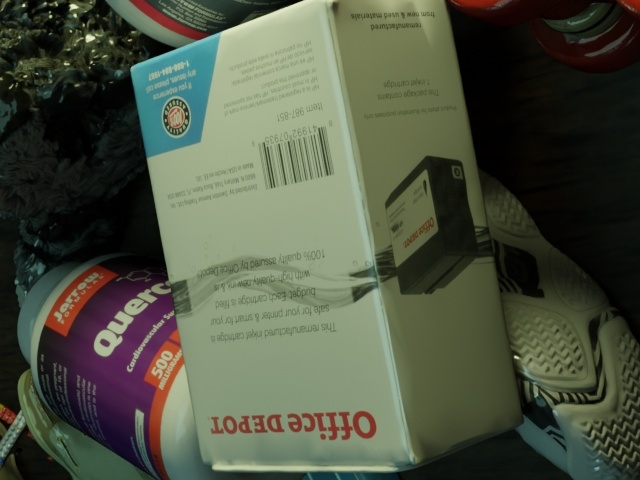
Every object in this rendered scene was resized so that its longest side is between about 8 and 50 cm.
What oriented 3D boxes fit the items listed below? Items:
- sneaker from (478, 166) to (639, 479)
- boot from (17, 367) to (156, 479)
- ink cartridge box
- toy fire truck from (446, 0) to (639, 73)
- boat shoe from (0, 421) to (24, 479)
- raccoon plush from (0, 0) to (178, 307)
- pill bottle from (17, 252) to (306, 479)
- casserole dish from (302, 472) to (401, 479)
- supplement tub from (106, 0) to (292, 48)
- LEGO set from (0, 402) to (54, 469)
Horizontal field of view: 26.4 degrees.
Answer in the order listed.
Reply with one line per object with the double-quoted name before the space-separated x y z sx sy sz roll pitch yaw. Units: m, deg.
"sneaker" 0.098 0.075 1.086 0.366 0.137 0.210 53 134 21
"boot" -0.227 0.204 1.472 0.165 0.077 0.213 -36 85 45
"ink cartridge box" 0.000 0.000 0.976 0.223 0.129 0.307 -10 91 47
"toy fire truck" 0.213 -0.242 0.860 0.302 0.169 0.254 11 89 39
"boat shoe" -0.405 0.291 1.670 0.065 0.075 0.206 -33 87 41
"raccoon plush" -0.322 -0.152 1.349 0.299 0.216 0.446 55 134 23
"pill bottle" -0.149 0.118 1.278 0.323 0.181 0.181 20 118 45
"casserole dish" 0.022 0.231 1.281 0.114 0.037 0.188 -33 83 45
"supplement tub" -0.050 -0.283 1.041 0.272 0.191 0.191 -33 83 44
"LEGO set" -0.380 0.264 1.588 0.182 0.060 0.244 -14 96 6
